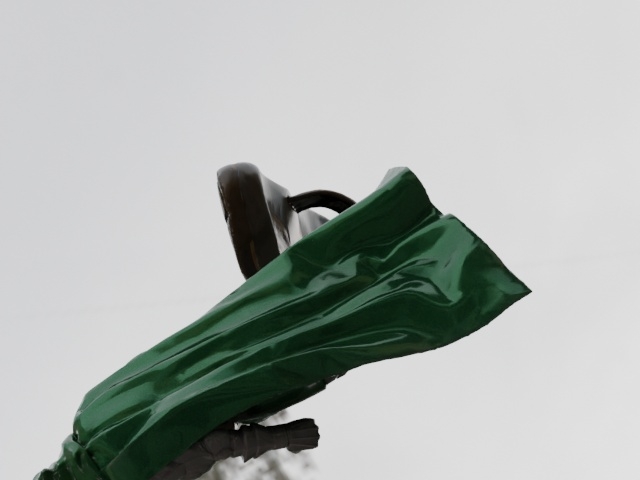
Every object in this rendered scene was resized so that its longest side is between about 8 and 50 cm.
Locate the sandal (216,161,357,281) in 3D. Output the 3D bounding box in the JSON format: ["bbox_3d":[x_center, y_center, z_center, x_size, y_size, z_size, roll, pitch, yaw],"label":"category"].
[{"bbox_3d":[0.000,0.000,0.929,0.060,0.090,0.219,-22,-20,9],"label":"sandal"}]

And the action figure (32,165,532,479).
[{"bbox_3d":[-0.030,0.060,0.764,0.232,0.137,0.063,-30,-59,-10],"label":"action figure"}]
